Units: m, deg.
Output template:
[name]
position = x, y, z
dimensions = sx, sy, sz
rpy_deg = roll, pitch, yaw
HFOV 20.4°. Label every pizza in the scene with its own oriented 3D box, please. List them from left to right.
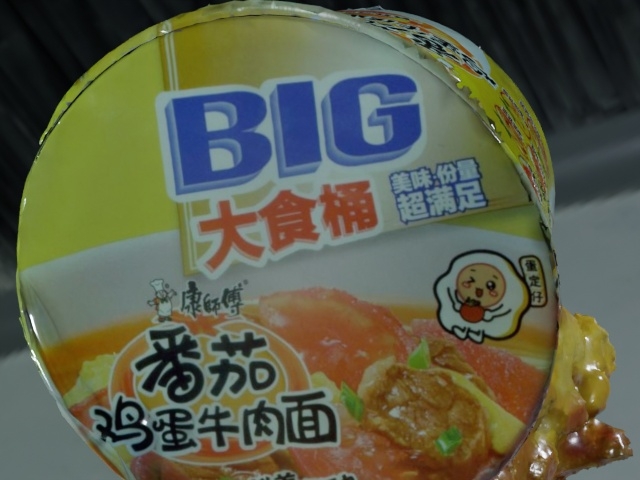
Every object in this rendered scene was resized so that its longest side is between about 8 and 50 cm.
[pizza]
position = 0.095, 0.086, 1.041
dimensions = 0.081, 0.228, 0.290
rpy_deg = -9, 88, 55

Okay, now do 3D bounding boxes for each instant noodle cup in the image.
[instant noodle cup]
position = 0.000, 0.000, 0.686
dimensions = 0.205, 0.205, 0.153
rpy_deg = -18, 10, 17
